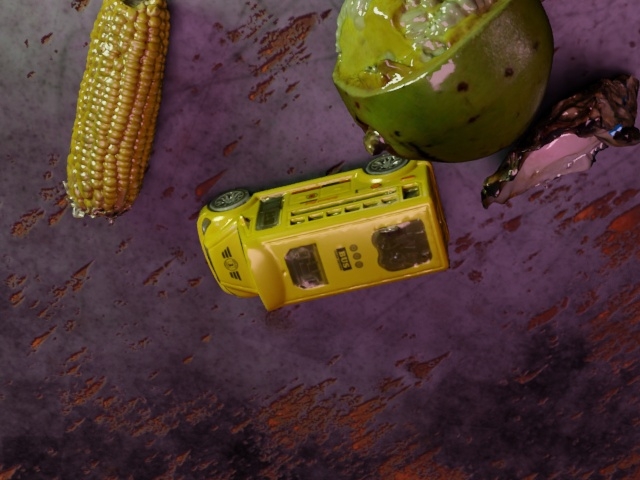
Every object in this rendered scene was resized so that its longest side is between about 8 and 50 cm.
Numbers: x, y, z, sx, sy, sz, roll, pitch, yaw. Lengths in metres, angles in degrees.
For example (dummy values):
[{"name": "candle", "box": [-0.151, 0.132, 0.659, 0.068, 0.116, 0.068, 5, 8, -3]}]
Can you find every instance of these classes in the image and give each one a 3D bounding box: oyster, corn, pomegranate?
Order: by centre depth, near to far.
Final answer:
[{"name": "pomegranate", "box": [0.166, -0.228, 1.147, 0.340, 0.260, 0.260, -36, 113, -6]}, {"name": "oyster", "box": [0.298, -0.122, 1.214, 0.259, 0.198, 0.092, -25, 80, -11]}, {"name": "corn", "box": [-0.258, -0.165, 1.272, 0.115, 0.115, 0.318, 15, 118, -5]}]

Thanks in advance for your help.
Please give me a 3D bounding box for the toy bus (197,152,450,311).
[{"name": "toy bus", "box": [0.000, 0.000, 1.320, 0.330, 0.152, 0.144, -13, 118, 10]}]
